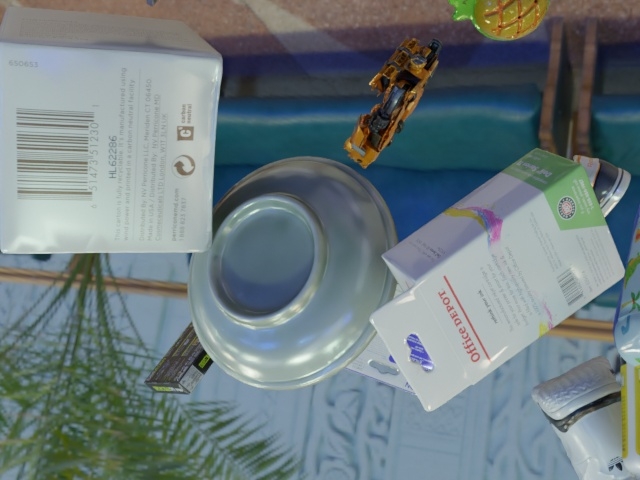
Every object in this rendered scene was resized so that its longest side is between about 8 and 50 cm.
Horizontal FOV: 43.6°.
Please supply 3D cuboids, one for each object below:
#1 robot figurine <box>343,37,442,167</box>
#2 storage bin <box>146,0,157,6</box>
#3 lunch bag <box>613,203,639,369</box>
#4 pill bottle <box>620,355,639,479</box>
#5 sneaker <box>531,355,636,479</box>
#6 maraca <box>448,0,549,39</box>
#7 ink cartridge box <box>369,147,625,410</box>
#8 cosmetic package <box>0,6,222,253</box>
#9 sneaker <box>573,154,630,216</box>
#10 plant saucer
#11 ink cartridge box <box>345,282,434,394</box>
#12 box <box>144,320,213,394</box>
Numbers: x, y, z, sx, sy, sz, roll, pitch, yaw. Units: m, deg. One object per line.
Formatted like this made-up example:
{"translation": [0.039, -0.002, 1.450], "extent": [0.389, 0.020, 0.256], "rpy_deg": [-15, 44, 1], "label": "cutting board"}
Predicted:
{"translation": [0.134, -0.264, 1.517], "extent": [0.085, 0.211, 0.291], "rpy_deg": [35, 153, 5], "label": "robot figurine"}
{"translation": [-0.249, -0.578, 1.304], "extent": [0.123, 0.260, 0.262], "rpy_deg": [31, 154, 5], "label": "storage bin"}
{"translation": [0.417, 0.049, 0.847], "extent": [0.176, 0.219, 0.090], "rpy_deg": [23, 160, -10], "label": "lunch bag"}
{"translation": [0.444, 0.238, 1.016], "extent": [0.119, 0.209, 0.119], "rpy_deg": [5, 163, 2], "label": "pill bottle"}
{"translation": [0.432, 0.302, 1.242], "extent": [0.137, 0.210, 0.366], "rpy_deg": [-28, 167, 12], "label": "sneaker"}
{"translation": [0.309, -0.409, 1.378], "extent": [0.185, 0.099, 0.127], "rpy_deg": [10, 124, -22], "label": "maraca"}
{"translation": [0.232, 0.055, 1.137], "extent": [0.207, 0.353, 0.119], "rpy_deg": [59, 174, -27], "label": "ink cartridge box"}
{"translation": [-0.368, -0.198, 1.360], "extent": [0.327, 0.329, 0.394], "rpy_deg": [-1, -157, -19], "label": "cosmetic package"}
{"translation": [0.501, -0.040, 1.680], "extent": [0.127, 0.321, 0.126], "rpy_deg": [28, -152, 0], "label": "sneaker"}
{"translation": [-0.072, 0.038, 1.306], "extent": [0.400, 0.401, 0.100], "rpy_deg": [2, 165, 28], "label": "plant saucer"}
{"translation": [0.140, 0.154, 1.415], "extent": [0.206, 0.208, 0.045], "rpy_deg": [22, -164, -5], "label": "ink cartridge box"}
{"translation": [-0.290, 0.256, 1.790], "extent": [0.045, 0.191, 0.184], "rpy_deg": [46, 149, -18], "label": "box"}
